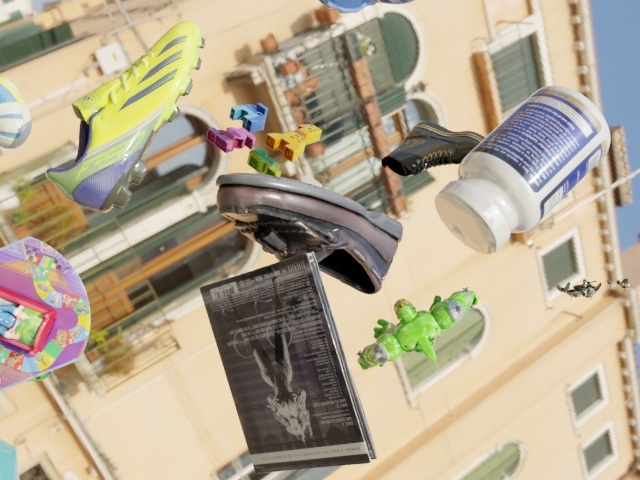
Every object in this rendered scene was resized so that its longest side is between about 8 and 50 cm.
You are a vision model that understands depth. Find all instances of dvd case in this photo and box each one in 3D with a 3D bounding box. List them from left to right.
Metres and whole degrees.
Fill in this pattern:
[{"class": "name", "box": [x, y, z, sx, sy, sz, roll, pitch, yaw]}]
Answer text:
[{"class": "dvd case", "box": [-0.040, 0.137, 0.784, 0.164, 0.018, 0.221, -18, -93, 36]}]

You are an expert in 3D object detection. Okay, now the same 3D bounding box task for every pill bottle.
[{"class": "pill bottle", "box": [0.312, -0.108, 1.139, 0.153, 0.265, 0.153, 44, -17, 17]}]

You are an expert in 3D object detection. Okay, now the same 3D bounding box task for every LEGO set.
[{"class": "LEGO set", "box": [-0.058, -0.146, 1.102, 0.227, 0.093, 0.087, 38, -50, 27]}, {"class": "LEGO set", "box": [0.324, 0.060, 0.866, 0.083, 0.054, 0.023, -8, -104, 39]}]

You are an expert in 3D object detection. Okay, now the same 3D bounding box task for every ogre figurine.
[{"class": "ogre figurine", "box": [0.141, 0.129, 1.051, 0.118, 0.197, 0.097, 43, 36, -82]}]

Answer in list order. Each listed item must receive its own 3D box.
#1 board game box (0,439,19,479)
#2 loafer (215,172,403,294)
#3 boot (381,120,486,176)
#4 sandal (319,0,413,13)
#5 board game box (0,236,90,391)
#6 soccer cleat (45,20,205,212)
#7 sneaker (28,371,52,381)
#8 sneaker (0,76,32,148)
[{"class": "board game box", "box": [-0.349, 0.210, 0.520, 0.336, 0.079, 0.254, 58, 4, -48]}, {"class": "loafer", "box": [0.000, 0.000, 0.797, 0.109, 0.302, 0.095, 5, -96, 35]}, {"class": "boot", "box": [0.230, -0.152, 1.401, 0.198, 0.137, 0.077, 21, -40, 38]}, {"class": "sandal", "box": [0.028, -0.197, 0.412, 0.138, 0.126, 0.317, 54, 6, -22]}, {"class": "board game box", "box": [-0.313, 0.079, 0.711, 0.033, 0.169, 0.133, -87, 155, -83]}, {"class": "soccer cleat", "box": [-0.245, -0.175, 0.931, 0.121, 0.289, 0.093, 29, -15, -14]}, {"class": "sneaker", "box": [-0.616, 0.168, 1.462, 0.343, 0.134, 0.146, 65, 21, -50]}, {"class": "sneaker", "box": [-0.509, -0.216, 1.000, 0.240, 0.091, 0.126, 43, 14, 13]}]
